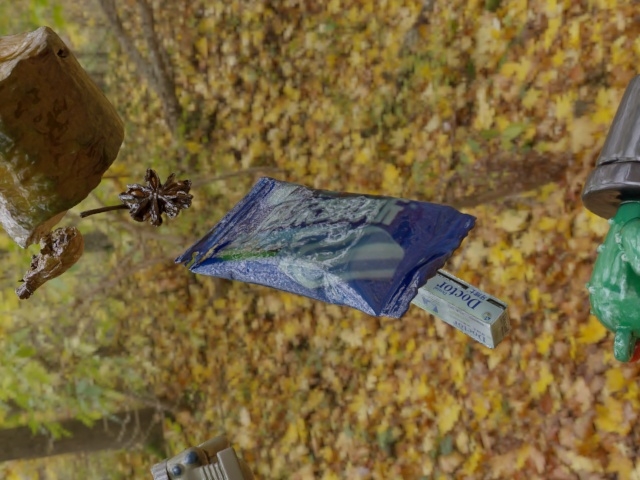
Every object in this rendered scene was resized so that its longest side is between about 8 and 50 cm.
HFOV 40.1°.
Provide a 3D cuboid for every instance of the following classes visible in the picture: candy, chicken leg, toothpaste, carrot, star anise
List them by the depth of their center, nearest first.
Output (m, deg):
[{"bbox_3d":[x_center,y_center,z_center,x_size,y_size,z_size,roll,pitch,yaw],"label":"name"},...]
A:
[{"bbox_3d":[0.000,0.000,1.031,0.331,0.187,0.077,11,136,38],"label":"candy"},{"bbox_3d":[-0.417,-0.148,1.279,0.341,0.241,0.241,60,178,-39],"label":"carrot"},{"bbox_3d":[0.229,0.102,1.771,0.336,0.067,0.081,29,154,37],"label":"toothpaste"},{"bbox_3d":[-0.392,-0.095,1.937,0.177,0.233,0.073,-77,-7,-49],"label":"star anise"},{"bbox_3d":[-0.630,0.049,2.005,0.207,0.101,0.085,-45,46,7],"label":"chicken leg"}]

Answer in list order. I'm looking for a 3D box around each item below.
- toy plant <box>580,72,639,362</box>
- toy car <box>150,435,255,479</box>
[{"bbox_3d":[0.450,-0.028,1.207,0.279,0.185,0.400,97,-170,-81],"label":"toy plant"},{"bbox_3d":[-0.242,0.591,2.104,0.336,0.226,0.242,34,-149,-77],"label":"toy car"}]
